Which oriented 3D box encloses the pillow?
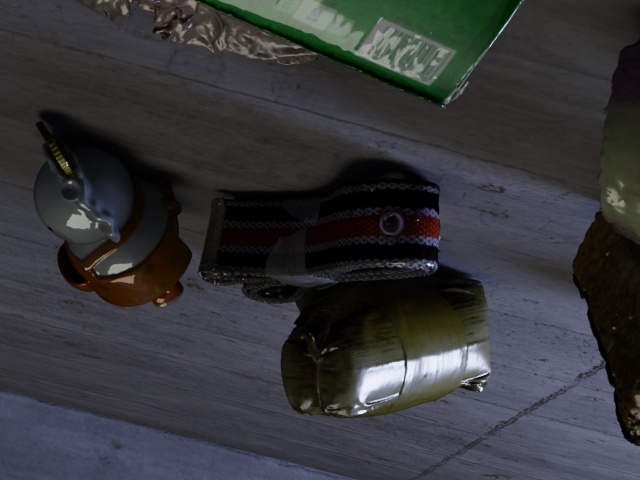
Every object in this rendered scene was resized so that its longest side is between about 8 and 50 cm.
[{"bbox_3d":[-0.103,-0.182,1.375,0.248,0.049,0.135,15,161,-17],"label":"pillow"}]

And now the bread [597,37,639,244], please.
[{"bbox_3d":[0.366,-0.044,1.264,0.338,0.155,0.187,6,167,25],"label":"bread"}]

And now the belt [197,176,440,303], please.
[{"bbox_3d":[0.000,0.000,1.849,0.126,0.094,0.359,18,166,-31],"label":"belt"}]

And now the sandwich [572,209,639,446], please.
[{"bbox_3d":[0.357,0.095,1.606,0.249,0.095,0.273,16,-153,-10],"label":"sandwich"}]

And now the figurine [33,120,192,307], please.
[{"bbox_3d":[-0.212,-0.029,1.897,0.143,0.143,0.271,8,139,20],"label":"figurine"}]

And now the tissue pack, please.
[{"bbox_3d":[0.013,-0.204,1.058,0.209,0.156,0.148,21,127,-21],"label":"tissue pack"}]

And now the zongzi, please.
[{"bbox_3d":[-0.001,0.102,2.016,0.300,0.145,0.274,12,-165,40],"label":"zongzi"}]
